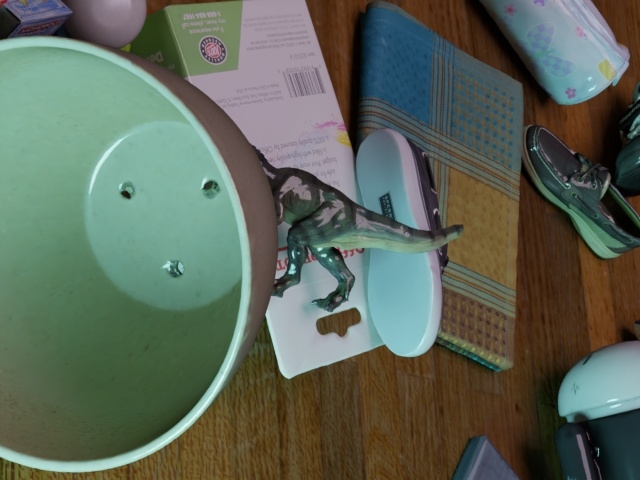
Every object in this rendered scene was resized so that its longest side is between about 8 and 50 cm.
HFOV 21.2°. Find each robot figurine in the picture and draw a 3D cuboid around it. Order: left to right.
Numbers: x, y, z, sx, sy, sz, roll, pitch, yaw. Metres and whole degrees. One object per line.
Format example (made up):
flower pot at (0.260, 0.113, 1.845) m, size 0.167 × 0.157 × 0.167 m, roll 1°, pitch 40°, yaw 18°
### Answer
robot figurine at (0.371, 0.255, 1.971) m, size 0.209 × 0.173 × 0.278 m, roll 25°, pitch 51°, yaw -77°

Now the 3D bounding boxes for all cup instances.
cup at (-0.164, -0.004, 1.385) m, size 0.331 × 0.331 × 0.237 m, roll 69°, pitch 23°, yaw -1°

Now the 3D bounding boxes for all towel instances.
towel at (0.132, -0.062, 1.933) m, size 0.271 × 0.040 × 0.370 m, roll 26°, pitch 58°, yaw -39°

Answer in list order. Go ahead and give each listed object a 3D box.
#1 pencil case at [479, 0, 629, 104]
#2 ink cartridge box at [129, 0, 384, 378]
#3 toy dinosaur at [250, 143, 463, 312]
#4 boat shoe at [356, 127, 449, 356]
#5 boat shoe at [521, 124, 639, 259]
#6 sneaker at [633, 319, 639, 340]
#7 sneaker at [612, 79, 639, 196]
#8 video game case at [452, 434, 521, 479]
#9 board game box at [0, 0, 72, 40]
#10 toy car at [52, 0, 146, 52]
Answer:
pencil case at (0.272, -0.299, 2.122) m, size 0.273 × 0.124 × 0.113 m, roll 53°, pitch 42°, yaw -21°
ink cartridge box at (-0.064, -0.044, 1.635) m, size 0.207 × 0.119 × 0.353 m, roll -13°, pitch 85°, yaw -50°
toy dinosaur at (0.000, 0.000, 1.523) m, size 0.268 × 0.064 × 0.118 m, roll 20°, pitch 92°, yaw -23°
boat shoe at (0.088, 0.004, 1.643) m, size 0.076 × 0.080 × 0.229 m, roll 14°, pitch 56°, yaw -46°
boat shoe at (0.331, -0.068, 2.130) m, size 0.223 × 0.073 × 0.080 m, roll 48°, pitch 44°, yaw -25°
sneaker at (0.510, 0.107, 2.233) m, size 0.296 × 0.112 × 0.131 m, roll -27°, pitch 95°, yaw -51°
sneaker at (0.439, -0.146, 2.256) m, size 0.146 × 0.122 × 0.330 m, roll 65°, pitch 24°, yaw 7°
video game case at (0.215, 0.374, 1.854) m, size 0.274 × 0.026 × 0.196 m, roll 52°, pitch 43°, yaw -21°
board game box at (-0.295, -0.192, 1.375) m, size 0.060 × 0.194 × 0.194 m, roll -23°, pitch 93°, yaw -50°
toy car at (-0.248, -0.216, 1.500) m, size 0.136 × 0.159 × 0.182 m, roll -40°, pitch 109°, yaw -13°
